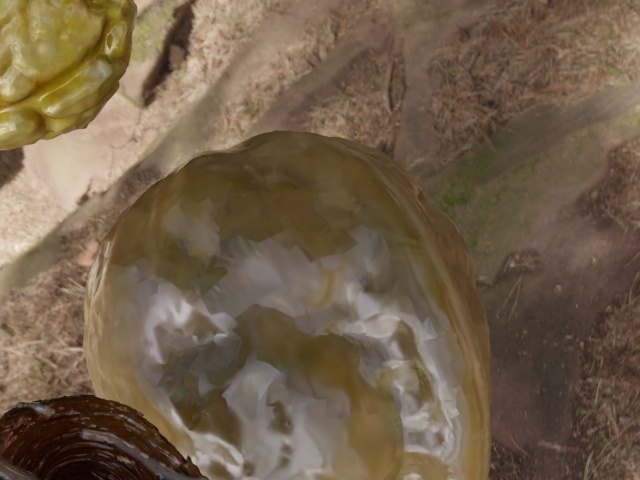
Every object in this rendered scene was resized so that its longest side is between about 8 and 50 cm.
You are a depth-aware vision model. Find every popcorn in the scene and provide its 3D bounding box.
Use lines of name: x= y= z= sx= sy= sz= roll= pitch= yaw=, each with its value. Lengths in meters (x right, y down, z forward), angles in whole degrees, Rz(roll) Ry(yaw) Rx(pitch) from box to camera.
popcorn: x=-0.412 y=-0.308 z=1.103 sx=0.390 sy=0.344 sz=0.354 roll=-41 pitch=100 yaw=-6

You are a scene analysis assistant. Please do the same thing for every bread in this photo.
bread: x=-0.130 y=0.167 z=0.440 sx=0.073 sy=0.160 sz=0.160 roll=-50 pitch=55 yaw=34

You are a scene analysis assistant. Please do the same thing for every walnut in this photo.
walnut: x=-0.024 y=0.089 z=0.716 sx=0.383 sy=0.383 sz=0.383 roll=-6 pitch=64 yaw=13
